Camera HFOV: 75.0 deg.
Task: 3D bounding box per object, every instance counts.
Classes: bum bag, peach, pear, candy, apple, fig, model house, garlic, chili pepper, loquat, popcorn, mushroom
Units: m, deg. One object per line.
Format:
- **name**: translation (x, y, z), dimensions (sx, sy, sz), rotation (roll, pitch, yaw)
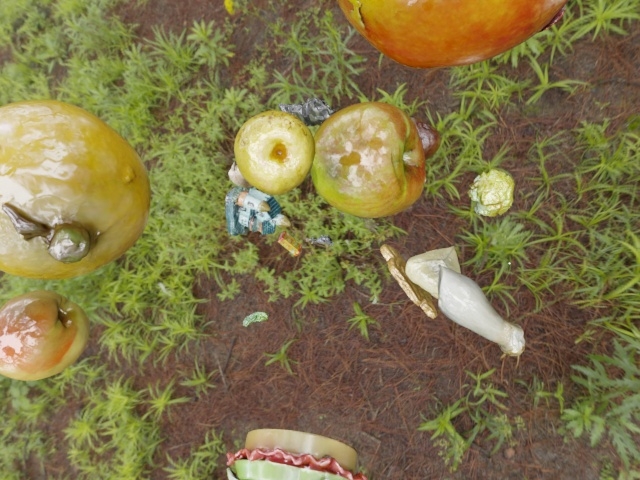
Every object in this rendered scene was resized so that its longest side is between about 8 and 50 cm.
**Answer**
- **bum bag**: translation (-0.061, -0.538, 1.776), dimensions (0.340, 0.144, 0.095), rotation (14, 70, 49)
- **peach**: translation (-0.580, 0.197, 0.854), dimensions (0.184, 0.184, 0.185), rotation (-1, 87, 24)
- **pear**: translation (-0.093, -0.180, 0.855), dimensions (0.177, 0.178, 0.178), rotation (-1, 87, 24)
- **candy**: translation (-0.147, 0.014, 2.018), dimensions (0.038, 0.062, 0.122), rotation (-36, 116, 30)
- **peach**: translation (0.196, -0.420, 0.598), dimensions (0.369, 0.370, 0.371), rotation (-1, 87, 24)
- **apple**: translation (0.135, -0.230, 1.228), dimensions (0.338, 0.339, 0.341), rotation (-1, 87, 24)
- **fig**: translation (0.337, -0.337, 1.542), dimensions (0.169, 0.274, 0.146), rotation (27, 67, 7)
- **model house**: translation (-0.280, -0.116, 1.962), dimensions (0.290, 0.184, 0.253), rotation (19, 126, 12)
- **garlic**: translation (-0.298, -0.271, 1.652), dimensions (0.128, 0.198, 0.091), rotation (-35, 68, 36)
- **chili pepper**: translation (-0.215, 0.256, 1.373), dimensions (0.091, 0.034, 0.030), rotation (-20, 48, -7)
- **loquat**: translation (-0.467, -0.075, 0.744), dimensions (0.359, 0.328, 0.329), rotation (43, 105, 42)
- **popcorn**: translation (0.676, -0.189, 1.678), dimensions (0.212, 0.197, 0.198), rotation (32, 101, 45)
- **mushroom**: translation (0.329, 0.146, 0.869), dimensions (0.225, 0.116, 0.093), rotation (35, 95, 14)

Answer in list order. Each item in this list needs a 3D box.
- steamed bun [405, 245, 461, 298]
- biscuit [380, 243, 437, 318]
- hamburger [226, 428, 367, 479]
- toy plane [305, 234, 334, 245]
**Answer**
- **steamed bun**: translation (0.433, 0.113, 1.567), dimensions (0.212, 0.111, 0.232), rotation (3, 58, -6)
- **biscuit**: translation (0.383, 0.167, 1.784), dimensions (0.051, 0.269, 0.376), rotation (-40, 68, 19)
- **hamburger**: translation (-0.033, 0.300, 0.467), dimensions (0.175, 0.175, 0.137), rotation (-6, 51, 24)
- **toy plane**: translation (0.000, 0.000, 1.689), dimensions (0.120, 0.049, 0.031), rotation (6, 68, -10)
